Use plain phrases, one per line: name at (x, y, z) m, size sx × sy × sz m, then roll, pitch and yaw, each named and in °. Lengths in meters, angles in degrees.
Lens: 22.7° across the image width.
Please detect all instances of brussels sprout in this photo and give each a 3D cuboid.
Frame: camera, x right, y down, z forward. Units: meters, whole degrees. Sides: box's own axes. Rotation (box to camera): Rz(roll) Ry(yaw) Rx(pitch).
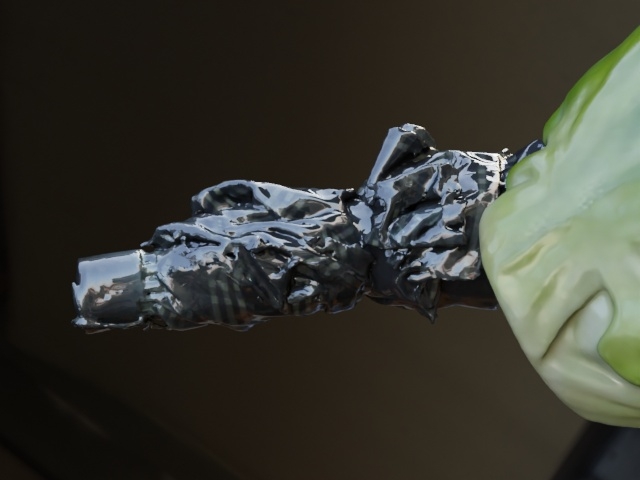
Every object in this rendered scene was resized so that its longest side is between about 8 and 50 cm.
brussels sprout at (0.207, -0.016, 0.710) m, size 0.271 × 0.219 × 0.210 m, roll -26°, pitch -33°, yaw 2°

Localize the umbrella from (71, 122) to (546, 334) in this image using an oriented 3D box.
umbrella at (0.001, -0.005, 1.078) m, size 0.154 × 0.336 × 0.128 m, roll -76°, pitch -22°, yaw -73°
